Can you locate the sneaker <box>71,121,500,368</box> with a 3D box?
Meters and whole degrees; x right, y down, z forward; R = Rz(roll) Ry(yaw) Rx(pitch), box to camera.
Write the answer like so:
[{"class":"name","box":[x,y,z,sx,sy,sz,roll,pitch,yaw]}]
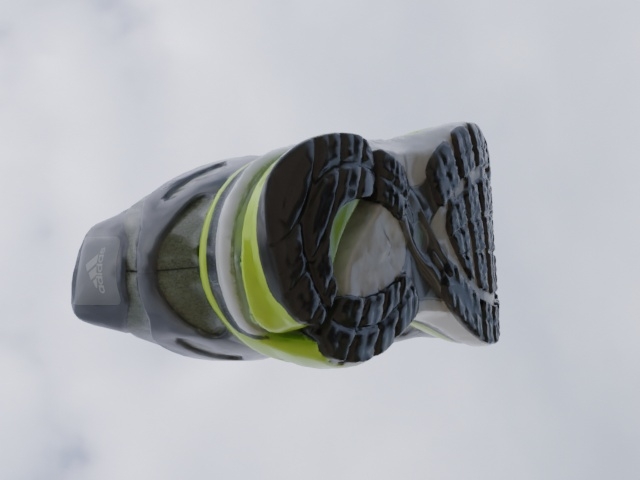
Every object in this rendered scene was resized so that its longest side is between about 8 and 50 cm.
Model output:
[{"class":"sneaker","box":[0.000,0.000,0.739,0.300,0.121,0.111,5,-97,-65]}]
